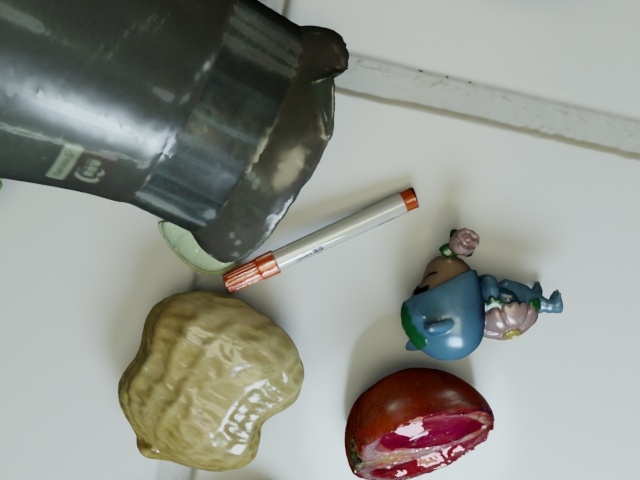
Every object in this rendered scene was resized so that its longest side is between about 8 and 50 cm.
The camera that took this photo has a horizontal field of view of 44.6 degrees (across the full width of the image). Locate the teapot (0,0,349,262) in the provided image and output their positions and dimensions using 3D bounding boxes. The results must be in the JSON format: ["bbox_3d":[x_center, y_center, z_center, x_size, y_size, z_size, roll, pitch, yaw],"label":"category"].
[{"bbox_3d":[-0.189,-0.141,0.687,0.362,0.376,0.305,28,65,-20],"label":"teapot"}]

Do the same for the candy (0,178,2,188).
[{"bbox_3d":[-0.377,-0.189,0.826,0.092,0.093,0.335,3,98,-18],"label":"candy"}]

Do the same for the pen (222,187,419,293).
[{"bbox_3d":[0.000,0.000,0.882,0.239,0.028,0.028,-25,105,0],"label":"pen"}]

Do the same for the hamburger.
[{"bbox_3d":[-0.114,-0.008,0.884,0.121,0.054,0.084,-20,111,9],"label":"hamburger"}]

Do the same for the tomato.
[{"bbox_3d":[0.110,0.208,0.927,0.173,0.099,0.189,-10,147,-12],"label":"tomato"}]

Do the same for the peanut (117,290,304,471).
[{"bbox_3d":[-0.134,0.171,0.906,0.197,0.110,0.233,29,103,-8],"label":"peanut"}]

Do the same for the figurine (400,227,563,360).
[{"bbox_3d":[0.173,0.058,0.883,0.178,0.114,0.144,-7,84,-10],"label":"figurine"}]
